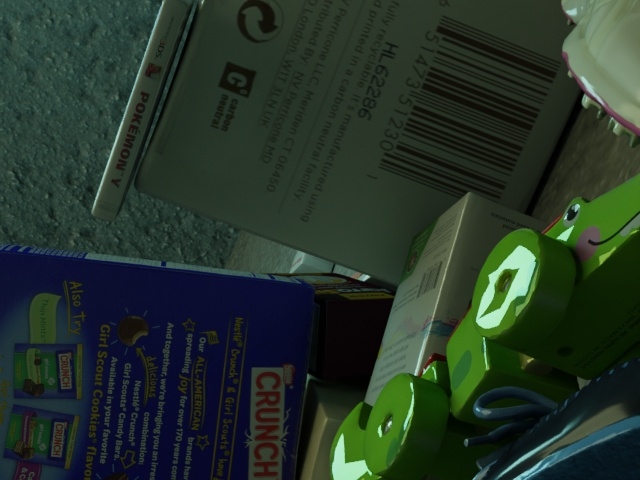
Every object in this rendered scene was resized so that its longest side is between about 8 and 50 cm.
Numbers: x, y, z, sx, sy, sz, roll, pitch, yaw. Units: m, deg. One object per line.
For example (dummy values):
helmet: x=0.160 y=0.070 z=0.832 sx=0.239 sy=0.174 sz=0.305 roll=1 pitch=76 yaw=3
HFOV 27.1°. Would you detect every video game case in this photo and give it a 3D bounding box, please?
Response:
video game case: x=-0.147 y=-0.121 z=1.132 sx=0.201 sy=0.023 sz=0.183 roll=-103 pitch=33 yaw=-77

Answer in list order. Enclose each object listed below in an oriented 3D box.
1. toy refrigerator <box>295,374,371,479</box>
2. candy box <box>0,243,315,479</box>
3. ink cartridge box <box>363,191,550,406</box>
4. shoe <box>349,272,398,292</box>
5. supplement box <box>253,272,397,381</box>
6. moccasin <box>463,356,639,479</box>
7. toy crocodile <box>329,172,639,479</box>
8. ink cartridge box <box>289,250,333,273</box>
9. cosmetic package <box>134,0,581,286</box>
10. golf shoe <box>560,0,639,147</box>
toy refrigerator: x=0.023 y=0.194 z=1.288 sx=0.269 sy=0.094 sz=0.102 roll=-131 pitch=54 yaw=-81
candy box: x=-0.178 y=0.150 z=1.230 sx=0.122 sy=0.317 sz=0.268 roll=-137 pitch=54 yaw=-83
ink cartridge box: x=0.101 y=0.091 z=1.016 sx=0.154 sy=0.093 sz=0.212 roll=135 pitch=156 yaw=-71
shoe: x=0.057 y=0.057 z=1.484 sx=0.178 sy=0.063 sz=0.081 roll=115 pitch=168 yaw=-50
supplement box: x=0.009 y=0.084 z=1.354 sx=0.188 sy=0.104 sz=0.081 roll=15 pitch=104 yaw=63
moccasin: x=0.111 y=0.144 z=0.682 sx=0.342 sy=0.138 sz=0.117 roll=121 pitch=171 yaw=-48
toy crocodile: x=0.118 y=0.069 z=0.786 sx=0.340 sy=0.115 sz=0.105 roll=-54 pitch=25 yaw=39
ink cartridge box: x=0.000 y=0.000 z=2.039 sx=0.088 sy=0.052 sz=0.122 roll=134 pitch=154 yaw=-70
cosmetic package: x=0.042 y=-0.186 z=1.260 sx=0.393 sy=0.327 sz=0.329 roll=-95 pitch=26 yaw=-73
golf shoe: x=0.217 y=-0.146 z=0.792 sx=0.306 sy=0.115 sz=0.140 roll=-85 pitch=21 yaw=-59
